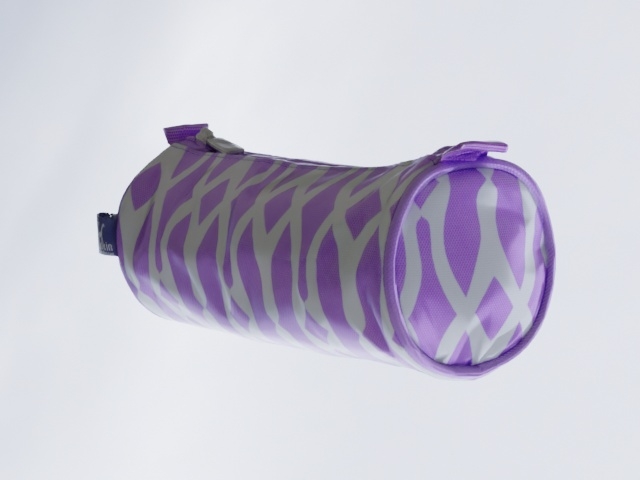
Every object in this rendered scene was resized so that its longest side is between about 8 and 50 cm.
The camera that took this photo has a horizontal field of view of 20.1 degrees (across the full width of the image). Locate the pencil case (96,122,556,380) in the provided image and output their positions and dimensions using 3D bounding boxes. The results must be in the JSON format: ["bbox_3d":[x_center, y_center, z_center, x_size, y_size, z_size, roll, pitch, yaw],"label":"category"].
[{"bbox_3d":[0.000,0.000,0.708,0.206,0.086,0.088,9,-84,52],"label":"pencil case"}]
